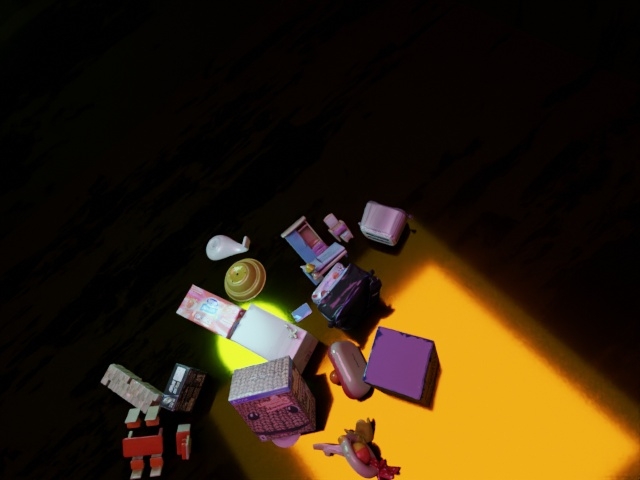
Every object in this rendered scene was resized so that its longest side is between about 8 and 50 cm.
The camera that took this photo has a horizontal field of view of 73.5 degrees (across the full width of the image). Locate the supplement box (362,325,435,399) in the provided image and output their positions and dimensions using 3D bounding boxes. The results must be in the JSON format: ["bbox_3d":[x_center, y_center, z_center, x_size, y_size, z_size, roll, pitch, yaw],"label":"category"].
[{"bbox_3d":[0.299,0.456,1.526,0.195,0.356,0.194,12,71,22],"label":"supplement box"}]

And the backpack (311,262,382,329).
[{"bbox_3d":[0.105,0.237,1.747,0.276,0.263,0.213,-47,56,-9],"label":"backpack"}]

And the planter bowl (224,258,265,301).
[{"bbox_3d":[-0.376,0.172,2.029,0.217,0.090,0.217,-7,65,16],"label":"planter bowl"}]

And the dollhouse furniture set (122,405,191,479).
[{"bbox_3d":[-0.660,0.825,1.733,0.259,0.135,0.262,-2,101,-11],"label":"dollhouse furniture set"}]

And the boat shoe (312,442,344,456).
[{"bbox_3d":[0.034,0.799,1.631,0.135,0.050,0.045,-4,60,16],"label":"boat shoe"}]

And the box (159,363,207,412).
[{"bbox_3d":[-0.590,0.639,1.852,0.077,0.147,0.180,11,71,22],"label":"box"}]

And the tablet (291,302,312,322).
[{"bbox_3d":[-0.083,0.322,1.913,0.083,0.006,0.054,-36,61,1],"label":"tablet"}]

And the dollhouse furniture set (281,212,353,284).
[{"bbox_3d":[0.000,0.000,1.837,0.286,0.198,0.303,-41,17,-3],"label":"dollhouse furniture set"}]

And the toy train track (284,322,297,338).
[{"bbox_3d":[-0.116,0.360,1.703,0.048,0.014,0.083,-48,55,-2],"label":"toy train track"}]

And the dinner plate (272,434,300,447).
[{"bbox_3d":[-0.145,0.757,1.729,0.141,0.017,0.141,-6,65,14],"label":"dinner plate"}]

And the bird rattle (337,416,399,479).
[{"bbox_3d":[0.150,0.777,1.529,0.143,0.207,0.253,-41,50,17],"label":"bird rattle"}]

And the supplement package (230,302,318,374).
[{"bbox_3d":[-0.191,0.419,1.806,0.293,0.175,0.177,22,74,25],"label":"supplement package"}]

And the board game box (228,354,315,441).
[{"bbox_3d":[-0.174,0.607,1.634,0.232,0.291,0.141,-17,33,10],"label":"board game box"}]

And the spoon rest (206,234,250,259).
[{"bbox_3d":[-0.459,0.031,2.139,0.276,0.084,0.137,-5,63,31],"label":"spoon rest"}]

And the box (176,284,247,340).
[{"bbox_3d":[-0.477,0.336,1.957,0.300,0.142,0.154,20,73,25],"label":"box"}]

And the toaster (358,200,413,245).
[{"bbox_3d":[0.285,-0.072,1.908,0.227,0.129,0.146,19,77,22],"label":"toaster"}]

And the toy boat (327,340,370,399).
[{"bbox_3d":[0.095,0.524,1.706,0.151,0.151,0.231,-46,55,29],"label":"toy boat"}]

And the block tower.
[{"bbox_3d":[-0.851,0.676,1.952,0.335,0.091,0.097,18,74,25],"label":"block tower"}]
